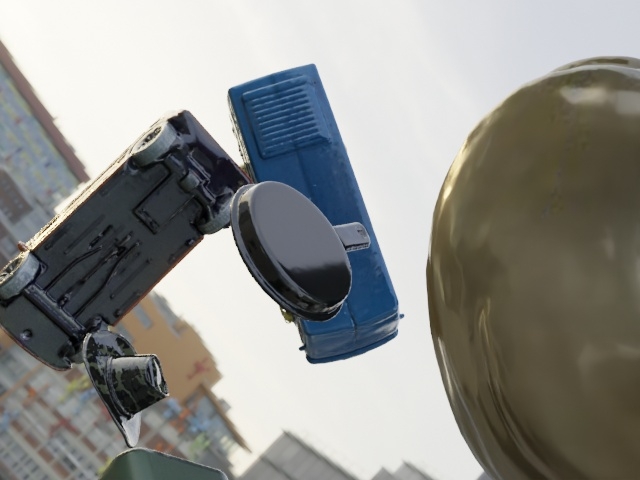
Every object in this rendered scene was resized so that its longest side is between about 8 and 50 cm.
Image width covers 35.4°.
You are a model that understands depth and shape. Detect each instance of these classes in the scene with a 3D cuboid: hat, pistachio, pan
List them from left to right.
[{"bbox_3d":[-0.165,0.126,0.887,0.121,0.050,0.121,-19,90,-84],"label":"hat"},{"bbox_3d":[0.000,0.000,0.897,0.028,0.235,0.136,-34,-99,25],"label":"pan"},{"bbox_3d":[0.259,0.062,0.875,0.365,0.281,0.446,1,-82,35],"label":"pistachio"}]

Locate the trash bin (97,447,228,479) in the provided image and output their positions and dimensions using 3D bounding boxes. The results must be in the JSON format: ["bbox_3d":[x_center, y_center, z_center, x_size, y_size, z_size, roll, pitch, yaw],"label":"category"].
[{"bbox_3d":[-0.171,0.424,1.048,0.158,0.223,0.343,29,19,-34],"label":"trash bin"}]

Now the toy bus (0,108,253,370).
[{"bbox_3d":[-0.249,-0.006,1.209,0.143,0.329,0.153,47,-8,-24],"label":"toy bus"}]

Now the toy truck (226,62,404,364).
[{"bbox_3d":[-0.014,-0.033,1.332,0.162,0.161,0.385,95,-22,-77],"label":"toy truck"}]
